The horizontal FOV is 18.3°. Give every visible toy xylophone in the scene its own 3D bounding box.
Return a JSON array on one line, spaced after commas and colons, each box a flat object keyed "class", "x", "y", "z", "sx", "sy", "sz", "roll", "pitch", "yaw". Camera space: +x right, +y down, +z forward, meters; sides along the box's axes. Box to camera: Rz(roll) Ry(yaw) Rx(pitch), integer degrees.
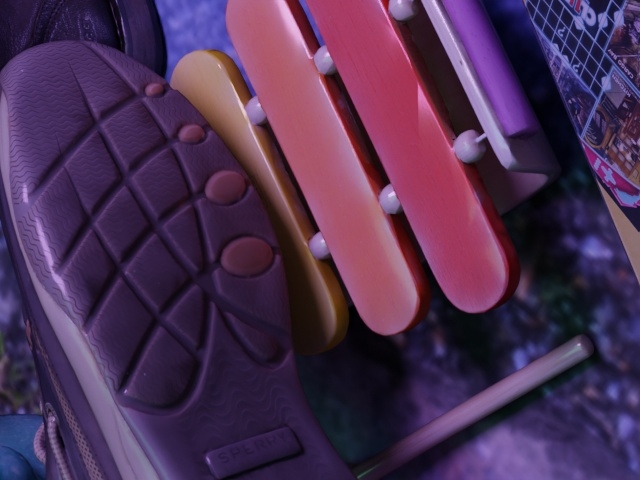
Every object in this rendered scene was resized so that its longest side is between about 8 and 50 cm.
[{"class": "toy xylophone", "x": 0.000, "y": 0.000, "z": 0.961, "sx": 0.323, "sy": 0.081, "sz": 0.236, "roll": -43, "pitch": 70, "yaw": 36}]

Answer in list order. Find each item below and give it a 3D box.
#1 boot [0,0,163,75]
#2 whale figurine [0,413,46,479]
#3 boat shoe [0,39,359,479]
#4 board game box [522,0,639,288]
[{"class": "boot", "x": -0.210, "y": -0.158, "z": 1.015, "sx": 0.091, "sy": 0.229, "sz": 0.263, "roll": -43, "pitch": 70, "yaw": 36}, {"class": "whale figurine", "x": -0.121, "y": 0.188, "z": 1.024, "sx": 0.272, "sy": 0.141, "sz": 0.216, "roll": 27, "pitch": 139, "yaw": 56}, {"class": "boat shoe", "x": -0.081, "y": 0.079, "z": 0.900, "sx": 0.130, "sy": 0.132, "sz": 0.355, "roll": -39, "pitch": 66, "yaw": 43}, {"class": "board game box", "x": 0.181, "y": -0.069, "z": 0.823, "sx": 0.165, "sy": 0.042, "sz": 0.243, "roll": -28, "pitch": 79, "yaw": 39}]
